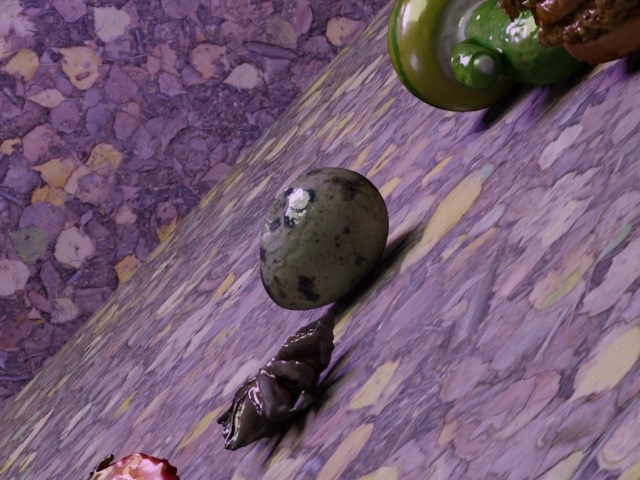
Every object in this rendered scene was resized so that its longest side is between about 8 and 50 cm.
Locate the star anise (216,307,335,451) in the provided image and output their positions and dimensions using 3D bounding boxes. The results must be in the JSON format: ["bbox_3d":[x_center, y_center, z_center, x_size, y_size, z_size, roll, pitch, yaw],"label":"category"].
[{"bbox_3d":[-0.039,0.152,1.891,0.195,0.065,0.182,-54,7,-16],"label":"star anise"}]

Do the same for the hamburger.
[{"bbox_3d":[0.294,-0.303,1.832,0.245,0.211,0.260,-50,5,7],"label":"hamburger"}]

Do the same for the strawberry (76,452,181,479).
[{"bbox_3d":[-0.187,0.325,1.762,0.190,0.111,0.236,-37,33,-4],"label":"strawberry"}]

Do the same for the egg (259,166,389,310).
[{"bbox_3d":[0.000,0.000,2.085,0.181,0.141,0.141,-57,9,7],"label":"egg"}]

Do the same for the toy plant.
[{"bbox_3d":[0.214,-0.243,2.097,0.224,0.184,0.316,-32,15,-21],"label":"toy plant"}]
